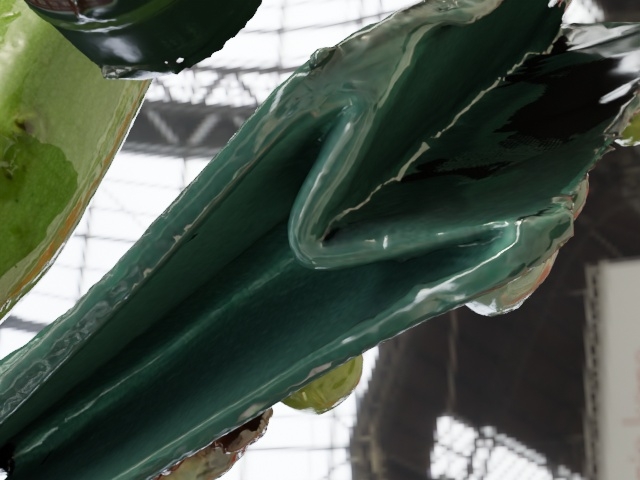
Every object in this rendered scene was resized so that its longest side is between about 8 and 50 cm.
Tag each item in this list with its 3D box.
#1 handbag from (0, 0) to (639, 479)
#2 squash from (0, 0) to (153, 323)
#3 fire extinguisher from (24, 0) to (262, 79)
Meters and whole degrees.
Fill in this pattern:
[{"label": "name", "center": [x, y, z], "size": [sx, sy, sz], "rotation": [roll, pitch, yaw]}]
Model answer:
[{"label": "handbag", "center": [0.005, 0.002, 0.531], "size": [0.100, 0.274, 0.269], "rotation": [49, -150, -3]}, {"label": "squash", "center": [-0.150, -0.054, 0.697], "size": [0.118, 0.118, 0.370], "rotation": [54, -138, -38]}, {"label": "fire extinguisher", "center": [-0.116, -0.154, 0.457], "size": [0.093, 0.118, 0.294], "rotation": [-58, -31, -7]}]
